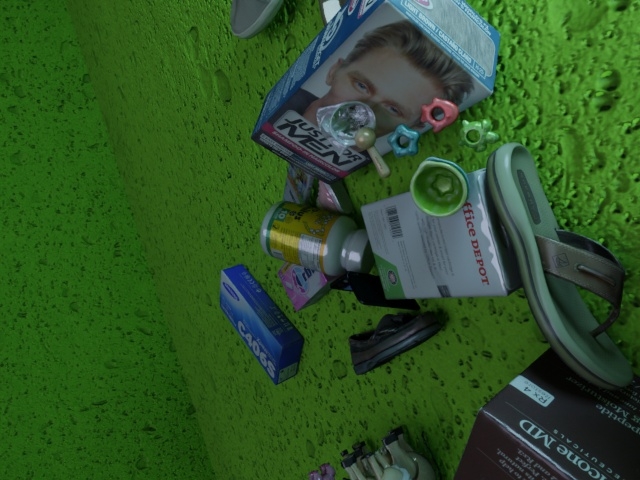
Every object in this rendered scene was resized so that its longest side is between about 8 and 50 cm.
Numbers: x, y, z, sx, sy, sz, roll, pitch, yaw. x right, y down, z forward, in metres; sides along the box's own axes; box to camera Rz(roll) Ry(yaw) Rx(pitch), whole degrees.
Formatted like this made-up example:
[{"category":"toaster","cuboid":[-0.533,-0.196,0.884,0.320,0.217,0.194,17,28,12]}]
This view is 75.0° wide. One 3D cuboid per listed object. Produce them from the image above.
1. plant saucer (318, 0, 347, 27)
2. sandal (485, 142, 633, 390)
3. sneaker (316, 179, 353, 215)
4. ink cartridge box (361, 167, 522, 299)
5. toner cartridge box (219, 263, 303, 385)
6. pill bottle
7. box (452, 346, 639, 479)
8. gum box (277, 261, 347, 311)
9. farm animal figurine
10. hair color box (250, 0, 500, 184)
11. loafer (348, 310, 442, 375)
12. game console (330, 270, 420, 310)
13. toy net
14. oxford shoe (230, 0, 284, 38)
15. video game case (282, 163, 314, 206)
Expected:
[{"category":"plant saucer","cuboid":[0.093,-0.393,0.600,0.278,0.041,0.278,28,127,46]},{"category":"sandal","cuboid":[0.280,0.022,0.468,0.086,0.120,0.303,-25,84,41]},{"category":"sneaker","cuboid":[0.010,-0.106,0.831,0.070,0.051,0.134,-21,91,50]},{"category":"ink cartridge box","cuboid":[0.178,-0.003,0.608,0.219,0.092,0.160,-12,94,54]},{"category":"toner cartridge box","cuboid":[-0.187,0.240,1.240,0.348,0.075,0.165,42,134,36]},{"category":"pill bottle","cuboid":[0.000,0.000,0.798,0.208,0.117,0.118,16,120,25]},{"category":"box","cuboid":[0.287,0.254,0.476,0.168,0.203,0.167,34,130,41]},{"category":"gum box","cuboid":[-0.025,0.078,0.953,0.107,0.062,0.188,61,144,16]},{"category":"farm animal figurine","cuboid":[0.104,0.514,0.844,0.326,0.330,0.172,-40,67,24]},{"category":"hair color box","cuboid":[0.052,-0.212,0.604,0.347,0.174,0.105,-22,47,55]},{"category":"loafer","cuboid":[0.118,0.180,0.779,0.084,0.096,0.267,65,147,21]},{"category":"game console","cuboid":[0.092,0.098,0.733,0.107,0.122,0.071,-42,43,53]},{"category":"toy net","cuboid":[0.085,-0.126,0.513,0.232,0.045,0.122,29,129,19]},{"category":"oxford shoe","cuboid":[-0.092,-0.516,0.692,0.449,0.130,0.169,-23,71,60]},{"category":"video game case","cuboid":[-0.050,-0.115,0.916,0.119,0.015,0.166,-116,31,-43]}]
